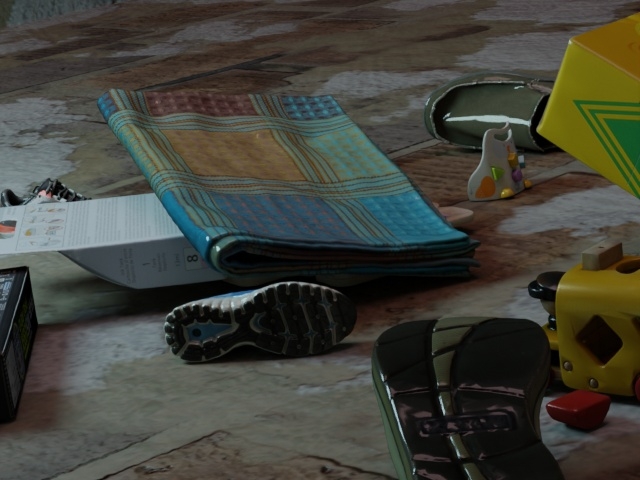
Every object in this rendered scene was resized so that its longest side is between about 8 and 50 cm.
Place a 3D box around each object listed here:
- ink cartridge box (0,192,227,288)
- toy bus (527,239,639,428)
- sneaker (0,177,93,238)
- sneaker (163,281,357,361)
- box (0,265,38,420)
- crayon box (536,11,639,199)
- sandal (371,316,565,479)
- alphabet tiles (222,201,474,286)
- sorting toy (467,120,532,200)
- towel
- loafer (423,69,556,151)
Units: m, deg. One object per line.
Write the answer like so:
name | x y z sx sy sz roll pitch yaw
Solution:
ink cartridge box | -0.209 0.003 1.735 0.232 0.066 0.189 -10 15 -3
toy bus | 0.218 0.055 1.340 0.202 0.104 0.191 -8 15 -7
sneaker | -0.286 -0.036 1.979 0.158 0.065 0.061 -3 15 15
sneaker | -0.048 0.061 1.523 0.162 0.063 0.073 -4 12 11
box | -0.360 0.096 1.535 0.216 0.060 0.270 -8 15 -3
crayon box | 0.421 -0.099 1.567 0.313 0.106 0.363 37 38 26
sandal | 0.093 0.137 1.156 0.120 0.086 0.303 -1 30 2
alphabet tiles | 0.000 0.000 1.804 0.278 0.021 0.284 -16 17 -31
sorting toy | 0.195 -0.088 1.939 0.045 0.075 0.083 4 19 35
towel | -0.041 -0.065 1.738 0.271 0.040 0.370 0 27 -24
loafer | 0.242 -0.152 2.121 0.251 0.094 0.087 -3 11 14
